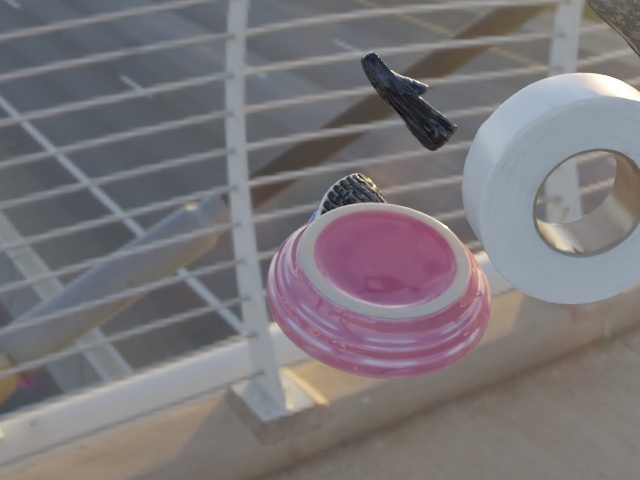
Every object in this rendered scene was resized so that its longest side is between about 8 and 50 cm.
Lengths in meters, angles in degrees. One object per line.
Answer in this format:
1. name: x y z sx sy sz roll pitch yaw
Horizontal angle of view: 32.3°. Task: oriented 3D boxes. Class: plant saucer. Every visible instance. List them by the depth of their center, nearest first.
1. plant saucer: 0.088 0.053 1.611 0.332 0.084 0.332 4 41 -4

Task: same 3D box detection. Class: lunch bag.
1. lunch bag: 0.738 -0.534 2.466 0.287 0.169 0.235 36 -1 -24

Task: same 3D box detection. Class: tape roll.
1. tape roll: 0.328 -0.064 1.404 0.286 0.286 0.100 -5 26 -6

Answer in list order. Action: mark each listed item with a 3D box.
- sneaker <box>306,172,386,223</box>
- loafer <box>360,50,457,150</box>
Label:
1. sneaker: 0.000 0.000 2.144 0.330 0.130 0.147 -50 13 -24
2. loafer: 0.161 -0.265 2.031 0.078 0.223 0.076 -42 9 2
